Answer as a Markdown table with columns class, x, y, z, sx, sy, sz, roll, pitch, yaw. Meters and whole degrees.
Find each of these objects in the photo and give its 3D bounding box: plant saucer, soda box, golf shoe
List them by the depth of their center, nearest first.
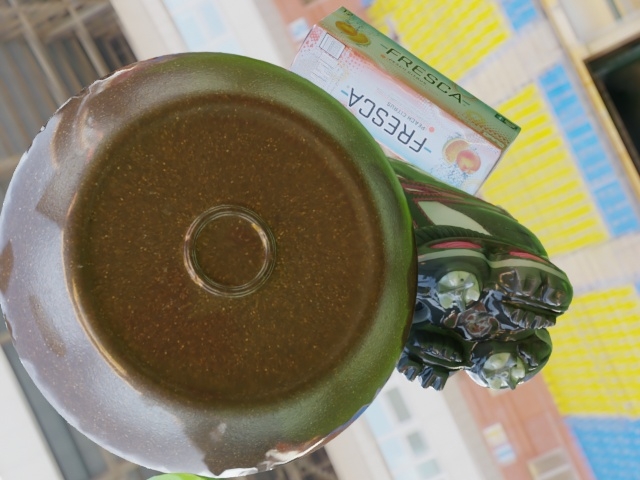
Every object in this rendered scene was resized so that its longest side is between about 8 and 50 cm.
| class | x | y | z | sx | sy | sz | roll | pitch | yaw |
| --- | --- | --- | --- | --- | --- | --- | --- | --- | --- |
| plant saucer | -0.044 | 0.007 | 0.658 | 0.198 | 0.199 | 0.036 | 64 | 162 | 0 |
| golf shoe | 0.000 | 0.000 | 0.790 | 0.273 | 0.105 | 0.120 | 18 | -150 | -16 |
| soda box | 0.067 | -0.111 | 1.180 | 0.183 | 0.058 | 0.063 | 36 | -148 | 6 |

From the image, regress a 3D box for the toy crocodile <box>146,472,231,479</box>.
| class | x | y | z | sx | sy | sz | roll | pitch | yaw |
| --- | --- | --- | --- | --- | --- | --- | --- | --- | --- |
| toy crocodile | -0.047 | 0.245 | 0.503 | 0.115 | 0.105 | 0.340 | 32 | -138 | -36 |
